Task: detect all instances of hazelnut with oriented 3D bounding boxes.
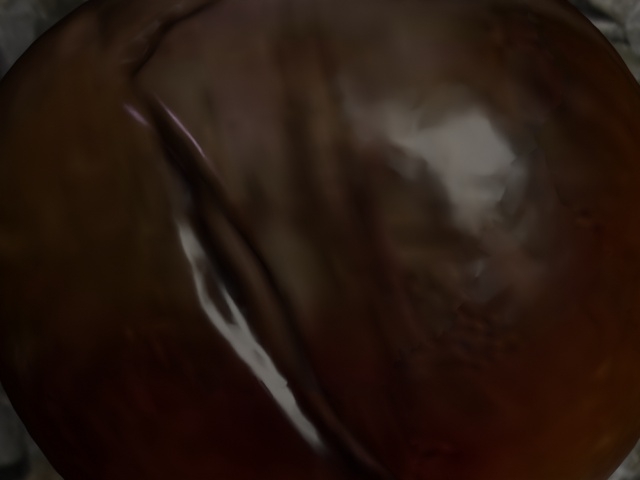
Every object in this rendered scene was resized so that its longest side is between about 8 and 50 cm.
[{"bbox_3d":[0.000,0.000,0.840,0.372,0.372,0.315,17,45,-24],"label":"hazelnut"}]
